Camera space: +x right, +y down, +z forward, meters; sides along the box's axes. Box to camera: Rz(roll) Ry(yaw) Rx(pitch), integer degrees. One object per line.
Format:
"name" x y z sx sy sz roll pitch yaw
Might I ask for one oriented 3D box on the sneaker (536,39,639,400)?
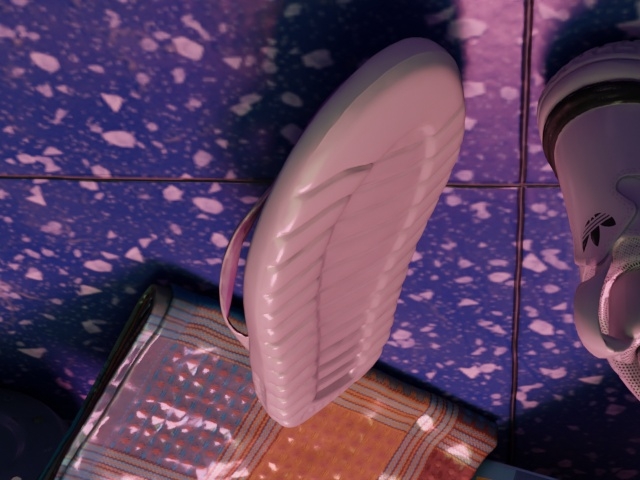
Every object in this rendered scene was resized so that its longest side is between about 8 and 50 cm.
"sneaker" 0.295 0.031 0.720 0.366 0.210 0.137 20 143 -17

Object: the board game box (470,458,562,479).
"board game box" 0.292 0.288 1.066 0.254 0.079 0.336 26 169 -23

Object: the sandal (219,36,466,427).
"sandal" -0.011 0.008 0.833 0.102 0.169 0.416 43 149 21

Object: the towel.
"towel" -0.047 0.213 1.058 0.370 0.040 0.271 25 103 -23

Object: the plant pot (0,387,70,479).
"plant pot" -0.334 0.287 1.141 0.293 0.293 0.235 7 120 2
